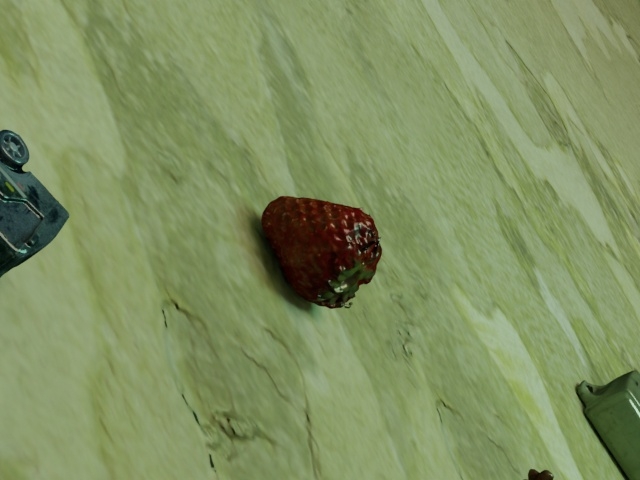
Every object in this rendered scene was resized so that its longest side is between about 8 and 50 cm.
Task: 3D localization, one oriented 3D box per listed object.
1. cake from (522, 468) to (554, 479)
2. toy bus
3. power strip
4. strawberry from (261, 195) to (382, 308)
[{"bbox_3d":[0.095,0.212,0.790,0.135,0.147,0.134,30,34,-51],"label":"cake"},{"bbox_3d":[-0.186,-0.050,0.694,0.166,0.047,0.065,49,26,-15],"label":"toy bus"},{"bbox_3d":[0.329,0.233,1.422,0.272,0.052,0.078,57,21,2],"label":"power strip"},{"bbox_3d":[0.000,0.000,1.013,0.083,0.073,0.073,48,16,22],"label":"strawberry"}]
